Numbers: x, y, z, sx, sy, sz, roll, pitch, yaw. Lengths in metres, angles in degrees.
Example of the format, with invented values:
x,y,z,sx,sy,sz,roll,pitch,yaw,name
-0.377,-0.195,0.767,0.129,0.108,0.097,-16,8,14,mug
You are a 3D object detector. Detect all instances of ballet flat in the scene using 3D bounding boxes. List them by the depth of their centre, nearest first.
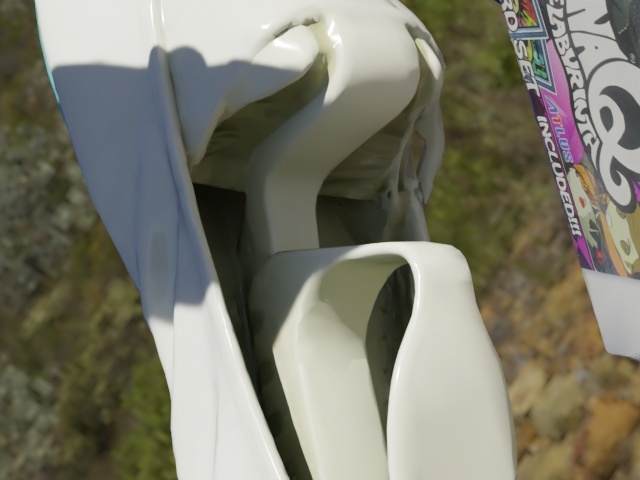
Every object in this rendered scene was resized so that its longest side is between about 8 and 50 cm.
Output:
x,y,z,sx,sy,sz,roll,pitch,yaw,name
0.000,0.000,0.656,0.139,0.400,0.139,-12,-19,-4,ballet flat

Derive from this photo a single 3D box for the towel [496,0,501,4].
x,y,z,sx,sy,sz,roll,pitch,yaw,name
0.108,-0.288,1.239,0.076,0.228,0.308,-59,1,44,towel

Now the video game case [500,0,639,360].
x,y,z,sx,sy,sz,roll,pitch,yaw,name
0.113,-0.067,0.548,0.042,0.232,0.210,-22,11,-18,video game case
